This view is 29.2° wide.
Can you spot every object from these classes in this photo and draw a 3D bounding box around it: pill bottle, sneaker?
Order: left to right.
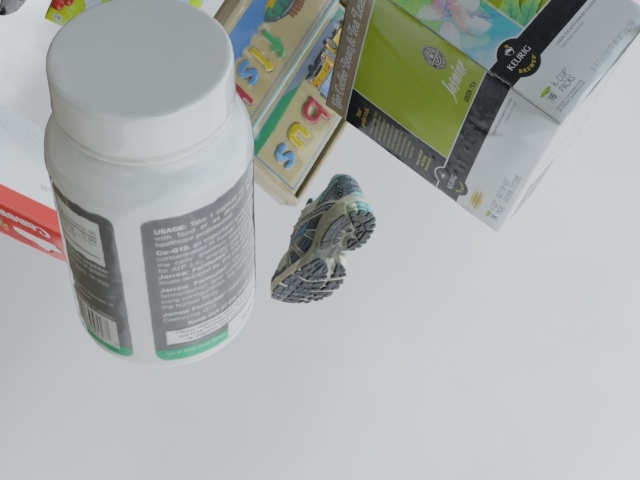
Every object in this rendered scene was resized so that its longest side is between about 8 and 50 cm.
[{"bbox_3d":[-0.167,-0.051,1.244,0.361,0.204,0.204,93,-1,-50],"label":"pill bottle"},{"bbox_3d":[0.000,0.000,2.103,0.283,0.110,0.122,-50,-140,37],"label":"sneaker"}]

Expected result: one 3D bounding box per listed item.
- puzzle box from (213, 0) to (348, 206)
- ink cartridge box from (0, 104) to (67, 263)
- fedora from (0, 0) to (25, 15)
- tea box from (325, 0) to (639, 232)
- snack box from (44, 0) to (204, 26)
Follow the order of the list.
[{"bbox_3d":[-0.032,-0.290,1.863,0.052,0.272,0.409,7,-118,53],"label":"puzzle box"},{"bbox_3d":[-0.525,-0.118,2.104,0.091,0.308,0.385,-48,-123,6],"label":"ink cartridge box"},{"bbox_3d":[-0.397,-0.455,1.521,0.334,0.152,0.334,-161,-90,-78],"label":"fedora"},{"bbox_3d":[0.206,-0.238,1.640,0.220,0.323,0.329,-49,170,-22],"label":"tea box"},{"bbox_3d":[-0.241,-0.344,1.621,0.207,0.174,0.070,-48,-156,39],"label":"snack box"}]
